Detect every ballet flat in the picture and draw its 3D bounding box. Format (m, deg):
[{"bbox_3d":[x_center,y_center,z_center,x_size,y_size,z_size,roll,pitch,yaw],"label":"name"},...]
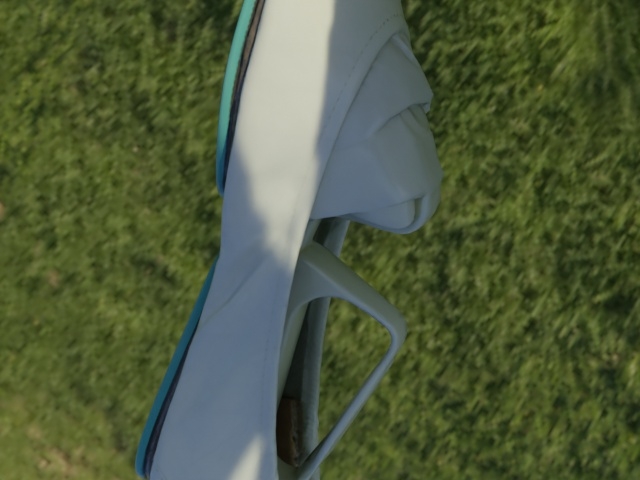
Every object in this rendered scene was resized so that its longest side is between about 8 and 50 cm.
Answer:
[{"bbox_3d":[0.000,0.000,0.734,0.139,0.139,0.400,24,113,20],"label":"ballet flat"}]
